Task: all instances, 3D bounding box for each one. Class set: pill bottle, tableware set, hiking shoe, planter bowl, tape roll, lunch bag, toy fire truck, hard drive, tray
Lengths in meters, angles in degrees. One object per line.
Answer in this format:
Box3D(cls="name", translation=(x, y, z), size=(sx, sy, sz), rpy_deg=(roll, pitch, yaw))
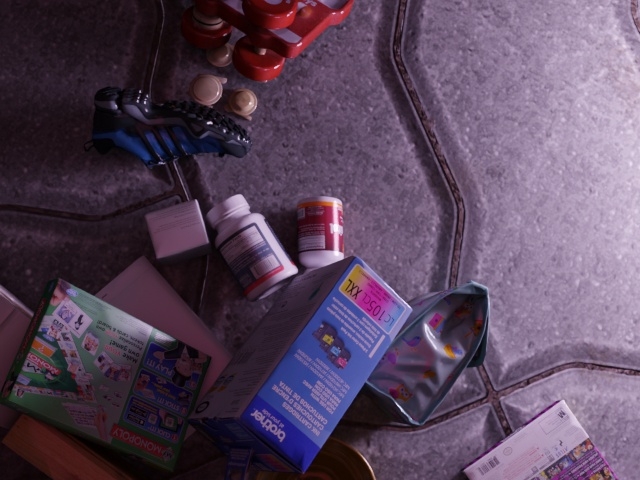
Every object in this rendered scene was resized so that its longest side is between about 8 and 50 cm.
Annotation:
Box3D(cls="pill bottle", translation=(0.000, 0.000, 1.772), size=(0.086, 0.086, 0.152), rpy_deg=(-1, 79, -3))
Box3D(cls="tableware set", translation=(-0.172, -0.318, 1.862), size=(0.141, 0.020, 0.169), rpy_deg=(22, 77, 0))
Box3D(cls="hiking shoe", translation=(-0.283, -0.195, 1.801), size=(0.304, 0.113, 0.132), rpy_deg=(15, 112, -5))
Box3D(cls="planter bowl", translation=(-0.010, 0.451, 1.676), size=(0.217, 0.090, 0.217), rpy_deg=(0, 79, -2))
Box3D(cls="tape roll", translation=(-0.561, 0.180, 1.624), size=(0.246, 0.246, 0.169), rpy_deg=(40, 80, 5))
Box3D(cls="pill bottle", translation=(-0.131, 0.011, 1.751), size=(0.108, 0.108, 0.180), rpy_deg=(-31, 81, -9))
Box3D(cls="lunch bag", translation=(0.183, 0.187, 1.674), size=(0.160, 0.223, 0.262), rpy_deg=(41, 77, 0))
Box3D(cls="toy fire truck", translation=(-0.119, -0.470, 1.835), size=(0.302, 0.169, 0.254), rpy_deg=(33, 52, 11))
Box3D(cls="hard drive", translation=(-0.299, 0.207, 1.736), size=(0.203, 0.040, 0.307), rpy_deg=(-41, 83, -10))
Box3D(cls="tray", translation=(-0.325, 0.428, 1.606), size=(0.411, 0.203, 0.076), rpy_deg=(34, 78, 4))

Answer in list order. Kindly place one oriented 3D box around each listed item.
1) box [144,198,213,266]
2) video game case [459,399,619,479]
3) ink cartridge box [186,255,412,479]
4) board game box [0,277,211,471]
Box3D(cls="box", translation=(-0.259, -0.012, 1.752), size=(0.102, 0.101, 0.087), rpy_deg=(-18, 80, -5))
Box3D(cls="video game case", translation=(0.405, 0.439, 1.726), size=(0.232, 0.042, 0.210), rpy_deg=(-34, 82, -9))
Box3D(cls="ink cartridge box", translation=(-0.057, 0.233, 1.578), size=(0.151, 0.270, 0.395), rpy_deg=(43, 66, -11))
Box3D(cls="board game box", translation=(-0.346, 0.227, 1.576), size=(0.317, 0.046, 0.213), rpy_deg=(33, 61, -31))
